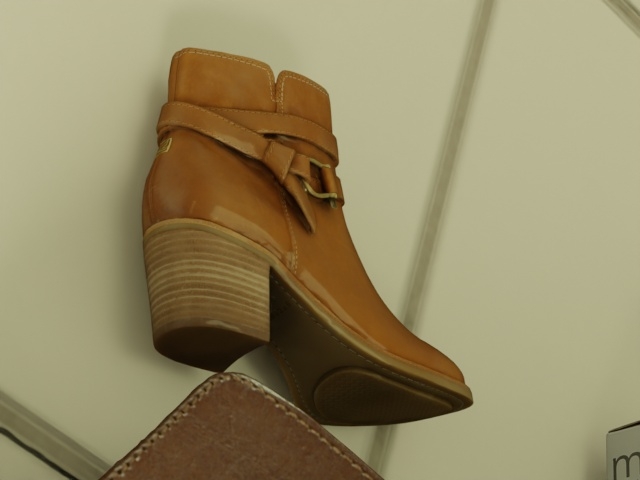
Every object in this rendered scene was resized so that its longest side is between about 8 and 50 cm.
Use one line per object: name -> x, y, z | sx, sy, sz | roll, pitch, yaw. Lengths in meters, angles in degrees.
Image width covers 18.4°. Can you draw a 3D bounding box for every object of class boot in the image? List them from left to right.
boot -> 0.000, 0.000, 0.940 | 0.197, 0.073, 0.152 | 26, 52, -40

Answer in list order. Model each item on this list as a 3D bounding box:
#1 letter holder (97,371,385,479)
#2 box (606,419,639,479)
letter holder -> 0.033, 0.192, 0.764 | 0.302, 0.152, 0.214 | 44, 42, 3
box -> 0.278, 0.236, 1.085 | 0.262, 0.126, 0.231 | 29, 54, -39
